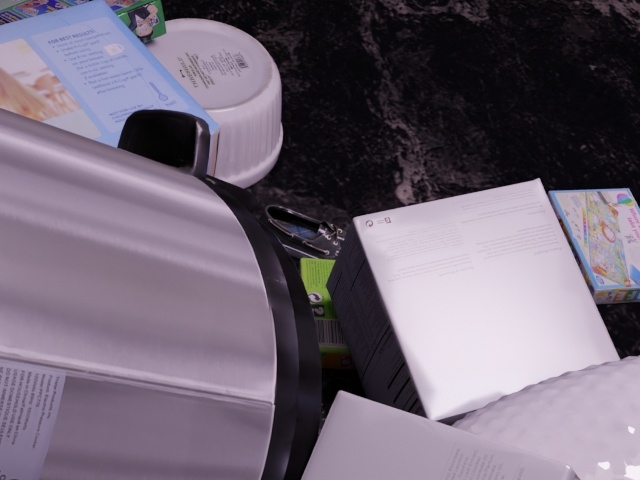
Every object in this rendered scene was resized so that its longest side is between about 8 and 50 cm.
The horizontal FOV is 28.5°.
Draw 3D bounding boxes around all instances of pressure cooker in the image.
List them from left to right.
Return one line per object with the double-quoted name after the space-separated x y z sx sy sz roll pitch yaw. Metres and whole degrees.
-0.206 0.108 0.867 0.420 0.370 0.376 17 38 -45 "pressure cooker"

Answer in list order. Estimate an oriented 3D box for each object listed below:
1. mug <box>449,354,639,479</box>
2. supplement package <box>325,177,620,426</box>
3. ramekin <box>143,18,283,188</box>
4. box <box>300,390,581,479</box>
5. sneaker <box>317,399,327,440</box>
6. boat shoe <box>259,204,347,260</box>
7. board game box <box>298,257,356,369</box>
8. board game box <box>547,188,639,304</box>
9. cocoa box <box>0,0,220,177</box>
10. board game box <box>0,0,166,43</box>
0.247 0.281 0.992 0.328 0.276 0.374 -8 78 -9 "mug"
0.136 0.080 1.177 0.194 0.149 0.203 -12 65 -16 "supplement package"
-0.140 -0.158 1.418 0.207 0.109 0.207 6 45 -6 "ramekin"
0.089 0.182 0.837 0.170 0.130 0.091 15 73 30 "box"
-0.007 0.181 1.160 0.089 0.051 0.170 18 50 5 "sneaker"
0.000 0.000 1.342 0.142 0.040 0.049 17 45 4 "boat shoe"
0.108 0.080 1.293 0.259 0.039 0.124 2 47 -7 "board game box"
0.325 0.005 1.421 0.103 0.026 0.154 -2 47 -15 "board game box"
-0.302 -0.041 1.182 0.347 0.228 0.231 -22 54 -30 "cocoa box"
-0.350 -0.256 1.429 0.213 0.046 0.317 -30 39 -28 "board game box"
